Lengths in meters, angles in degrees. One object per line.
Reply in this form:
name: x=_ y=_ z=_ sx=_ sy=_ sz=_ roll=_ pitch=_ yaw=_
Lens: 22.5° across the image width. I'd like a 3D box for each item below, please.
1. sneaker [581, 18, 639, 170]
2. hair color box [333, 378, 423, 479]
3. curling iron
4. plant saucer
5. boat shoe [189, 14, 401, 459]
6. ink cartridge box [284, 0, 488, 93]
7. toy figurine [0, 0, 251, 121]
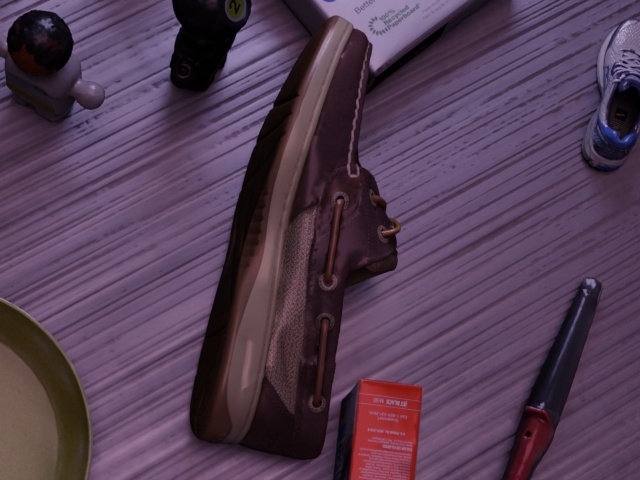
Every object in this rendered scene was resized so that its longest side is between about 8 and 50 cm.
sneaker: x=0.258 y=-0.127 z=1.338 sx=0.052 sy=0.058 sz=0.135 roll=14 pitch=72 yaw=-5
hair color box: x=0.037 y=0.194 z=1.197 sx=0.053 sy=0.093 sz=0.167 roll=7 pitch=73 yaw=-6
curling iron: x=0.157 y=0.142 z=1.260 sx=0.068 sy=0.035 sz=0.274 roll=32 pitch=73 yaw=0
plant saucer: x=-0.289 y=0.152 z=1.185 sx=0.241 sy=0.037 sz=0.241 roll=2 pitch=75 yaw=-9
boat shoe: x=0.000 y=0.000 z=1.237 sx=0.123 sy=0.123 sz=0.342 roll=17 pitch=76 yaw=-13
ink cartridge box: x=-0.010 y=-0.316 z=1.344 sx=0.175 sy=0.069 sz=0.371 roll=-38 pitch=86 yaw=-16
toy figurine: x=-0.170 y=-0.210 z=1.245 sx=0.209 sy=0.148 sz=0.213 roll=-13 pitch=78 yaw=-12
